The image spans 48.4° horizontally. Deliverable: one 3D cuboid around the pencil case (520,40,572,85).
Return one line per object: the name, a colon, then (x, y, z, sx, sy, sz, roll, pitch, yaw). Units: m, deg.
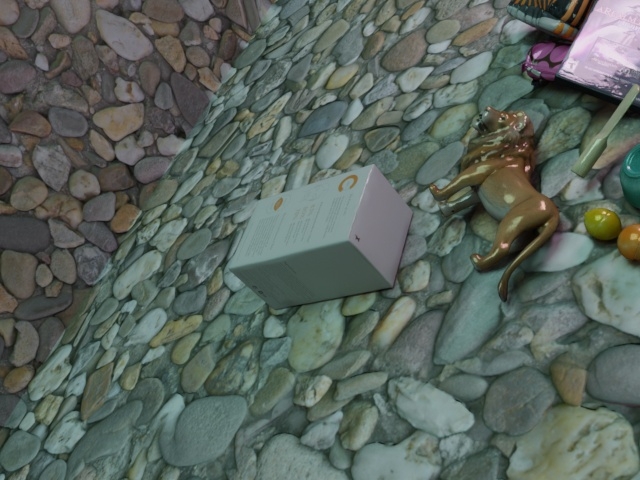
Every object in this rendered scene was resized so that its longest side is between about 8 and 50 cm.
pencil case: (0.523, -0.364, 1.492, 0.098, 0.095, 0.209, -17, 23, -23)

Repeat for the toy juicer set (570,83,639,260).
toy juicer set: (0.533, -0.093, 1.198, 0.209, 0.089, 0.329, -47, 31, 30)

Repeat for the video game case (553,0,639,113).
video game case: (0.599, -0.377, 1.383, 0.196, 0.026, 0.274, 26, 70, 17)

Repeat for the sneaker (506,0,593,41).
sneaker: (0.535, -0.554, 1.585, 0.321, 0.124, 0.180, -110, 41, -63)

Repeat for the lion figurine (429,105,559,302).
lion figurine: (0.354, -0.080, 1.344, 0.240, 0.142, 0.392, -29, 49, 9)

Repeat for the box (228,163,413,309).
box: (0.000, 0.000, 1.576, 0.345, 0.168, 0.215, -14, 43, 39)
